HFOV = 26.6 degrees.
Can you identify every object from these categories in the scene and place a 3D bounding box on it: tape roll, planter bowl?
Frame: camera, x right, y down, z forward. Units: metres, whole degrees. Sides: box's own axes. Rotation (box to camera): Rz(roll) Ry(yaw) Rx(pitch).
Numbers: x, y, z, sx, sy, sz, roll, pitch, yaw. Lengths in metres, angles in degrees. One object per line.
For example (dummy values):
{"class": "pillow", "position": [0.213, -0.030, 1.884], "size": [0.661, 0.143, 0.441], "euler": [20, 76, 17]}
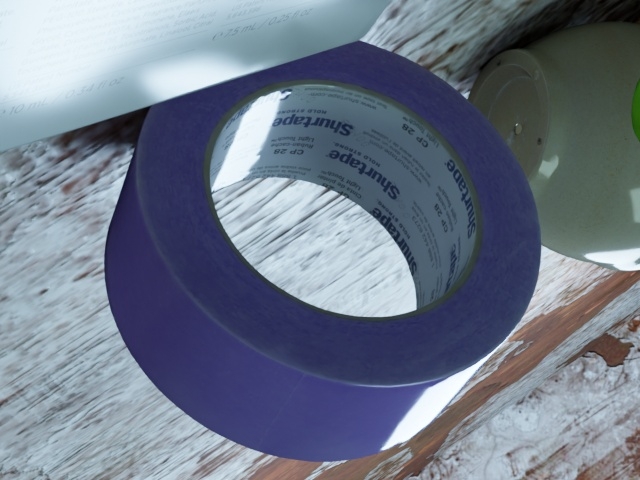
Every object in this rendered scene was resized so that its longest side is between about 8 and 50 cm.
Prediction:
{"class": "tape roll", "position": [0.000, 0.000, 0.626], "size": [0.189, 0.189, 0.080], "euler": [-25, 160, -33]}
{"class": "planter bowl", "position": [0.158, -0.065, 0.854], "size": [0.109, 0.162, 0.162], "euler": [6, 142, -28]}

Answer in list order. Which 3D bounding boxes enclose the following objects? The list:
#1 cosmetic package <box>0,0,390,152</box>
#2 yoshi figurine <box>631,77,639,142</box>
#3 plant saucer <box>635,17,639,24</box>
{"class": "cosmetic package", "position": [-0.054, -0.136, 0.276], "size": [0.377, 0.097, 0.284], "euler": [-26, 163, -48]}
{"class": "yoshi figurine", "position": [0.201, -0.103, 0.437], "size": [0.203, 0.362, 0.203], "euler": [-5, 122, -8]}
{"class": "plant saucer", "position": [0.257, -0.141, 0.975], "size": [0.200, 0.037, 0.200], "euler": [-42, 165, -14]}
